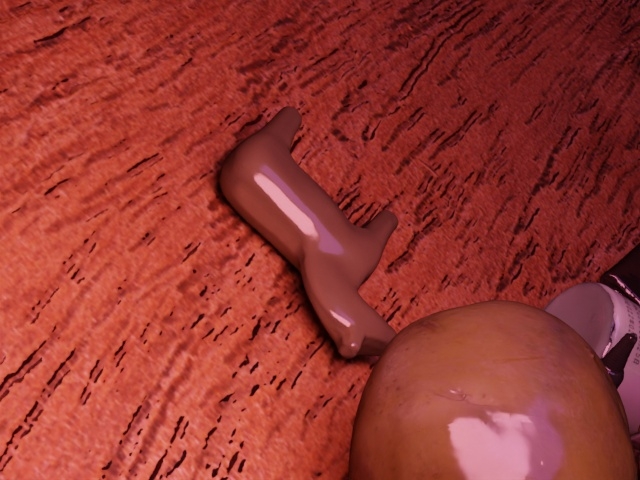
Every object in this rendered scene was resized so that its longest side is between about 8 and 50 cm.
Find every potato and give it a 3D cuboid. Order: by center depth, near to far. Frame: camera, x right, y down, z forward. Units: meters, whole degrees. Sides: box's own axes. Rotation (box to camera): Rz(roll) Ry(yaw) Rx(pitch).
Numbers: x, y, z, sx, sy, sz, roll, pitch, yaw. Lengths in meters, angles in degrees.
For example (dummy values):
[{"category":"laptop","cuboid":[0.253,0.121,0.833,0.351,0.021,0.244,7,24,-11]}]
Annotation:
[{"category":"potato","cuboid":[0.135,0.179,1.552,0.326,0.221,0.243,-54,132,-61]}]

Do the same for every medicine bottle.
[{"category":"medicine bottle","cuboid":[0.302,0.131,1.969,0.168,0.135,0.135,31,30,-27]}]

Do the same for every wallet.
[{"category":"wallet","cuboid":[0.433,0.063,2.358,0.165,0.042,0.309,46,25,6]}]

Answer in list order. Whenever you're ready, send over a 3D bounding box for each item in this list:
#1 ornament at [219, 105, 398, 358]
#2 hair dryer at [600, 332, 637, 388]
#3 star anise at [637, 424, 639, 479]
[{"category":"ornament","cuboid":[0.000,0.000,1.802,0.230,0.061,0.245,46,25,-4]},{"category":"hair dryer","cuboid":[0.235,0.175,1.744,0.050,0.195,0.173,1,51,-41]},{"category":"star anise","cuboid":[0.314,0.262,1.818,0.272,0.102,0.272,18,68,-54]}]
